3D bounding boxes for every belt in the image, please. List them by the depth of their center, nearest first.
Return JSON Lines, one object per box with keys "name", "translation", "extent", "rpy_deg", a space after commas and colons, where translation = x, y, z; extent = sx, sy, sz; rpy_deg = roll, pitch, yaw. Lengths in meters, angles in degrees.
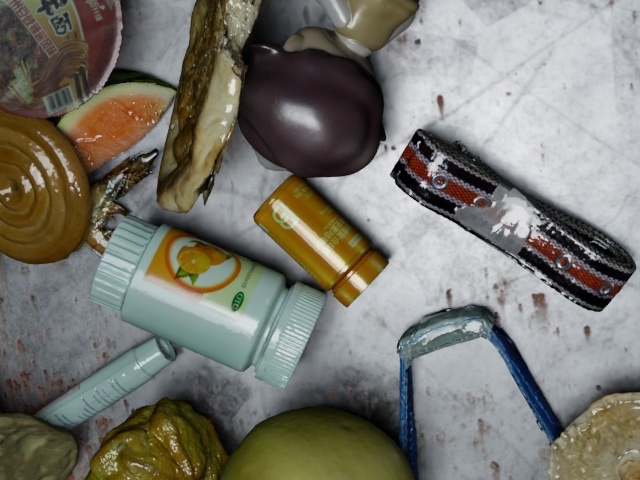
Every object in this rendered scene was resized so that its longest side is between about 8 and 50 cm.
{"name": "belt", "translation": [0.265, -0.028, 1.737], "extent": [0.359, 0.126, 0.094], "rpy_deg": [32, 108, 4]}

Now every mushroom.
{"name": "mushroom", "translation": [0.459, 0.359, 1.699], "extent": [0.208, 0.301, 0.233], "rpy_deg": [7, 120, -28]}

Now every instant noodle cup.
{"name": "instant noodle cup", "translation": [-0.396, -0.311, 1.835], "extent": [0.274, 0.091, 0.274], "rpy_deg": [1, 94, 14]}

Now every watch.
{"name": "watch", "translation": [0.187, 0.251, 1.846], "extent": [0.276, 0.068, 0.274], "rpy_deg": [-27, 99, 16]}

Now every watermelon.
{"name": "watermelon", "translation": [-0.329, -0.177, 1.877], "extent": [0.245, 0.063, 0.119], "rpy_deg": [-38, 111, 13]}

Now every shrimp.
{"name": "shrimp", "translation": [-0.282, -0.041, 1.899], "extent": [0.195, 0.035, 0.148], "rpy_deg": [-38, 90, 20]}

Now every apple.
{"name": "apple", "translation": [-0.008, 0.379, 1.793], "extent": [0.254, 0.292, 0.292], "rpy_deg": [47, 109, 30]}

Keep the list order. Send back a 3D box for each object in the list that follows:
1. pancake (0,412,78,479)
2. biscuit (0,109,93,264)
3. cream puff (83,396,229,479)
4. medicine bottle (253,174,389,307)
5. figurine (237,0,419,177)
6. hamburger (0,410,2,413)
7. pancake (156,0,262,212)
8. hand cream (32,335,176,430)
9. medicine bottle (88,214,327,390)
{"name": "pancake", "translation": [-0.517, 0.358, 1.938], "extent": [0.294, 0.294, 0.049], "rpy_deg": [-41, 51, 17]}
{"name": "biscuit", "translation": [-0.457, -0.080, 1.893], "extent": [0.262, 0.037, 0.262], "rpy_deg": [11, 115, 23]}
{"name": "cream puff", "translation": [-0.244, 0.350, 1.866], "extent": [0.244, 0.244, 0.196], "rpy_deg": [-38, 91, 16]}
{"name": "medicine bottle", "translation": [0.000, 0.000, 1.814], "extent": [0.192, 0.096, 0.096], "rpy_deg": [44, 106, 2]}
{"name": "figurine", "translation": [0.014, -0.261, 1.715], "extent": [0.206, 0.218, 0.365], "rpy_deg": [22, 92, 33]}
{"name": "hamburger", "translation": [-0.599, 0.247, 1.963], "extent": [0.144, 0.156, 0.283], "rpy_deg": [-22, 100, 13]}
{"name": "pancake", "translation": [-0.148, -0.219, 1.678], "extent": [0.071, 0.382, 0.382], "rpy_deg": [12, 104, -15]}
{"name": "hand cream", "translation": [-0.368, 0.254, 1.959], "extent": [0.331, 0.085, 0.058], "rpy_deg": [-35, 64, 14]}
{"name": "medicine bottle", "translation": [-0.164, 0.085, 1.822], "extent": [0.318, 0.158, 0.158], "rpy_deg": [23, 105, 1]}
